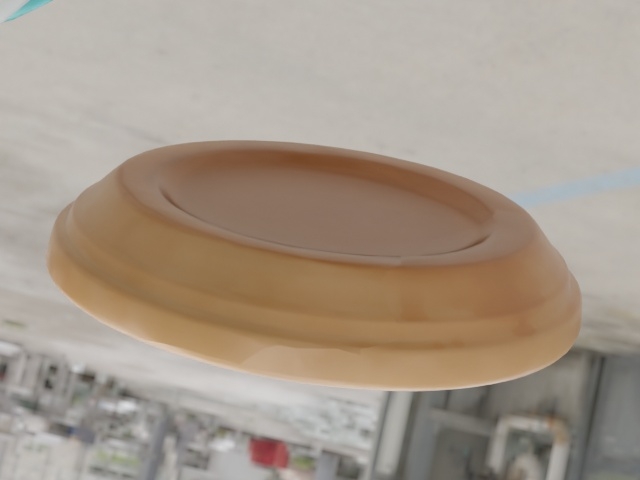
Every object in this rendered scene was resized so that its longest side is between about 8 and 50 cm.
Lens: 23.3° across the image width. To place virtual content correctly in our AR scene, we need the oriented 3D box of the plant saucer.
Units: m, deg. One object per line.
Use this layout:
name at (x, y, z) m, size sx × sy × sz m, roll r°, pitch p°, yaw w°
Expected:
plant saucer at (0.000, 0.000, 0.576) m, size 0.200 × 0.037 × 0.200 m, roll 7°, pitch -164°, yaw -2°

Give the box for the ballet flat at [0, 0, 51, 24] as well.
ballet flat at (-0.127, -0.077, 0.322) m, size 0.139 × 0.400 × 0.139 m, roll 22°, pitch 145°, yaw 16°
